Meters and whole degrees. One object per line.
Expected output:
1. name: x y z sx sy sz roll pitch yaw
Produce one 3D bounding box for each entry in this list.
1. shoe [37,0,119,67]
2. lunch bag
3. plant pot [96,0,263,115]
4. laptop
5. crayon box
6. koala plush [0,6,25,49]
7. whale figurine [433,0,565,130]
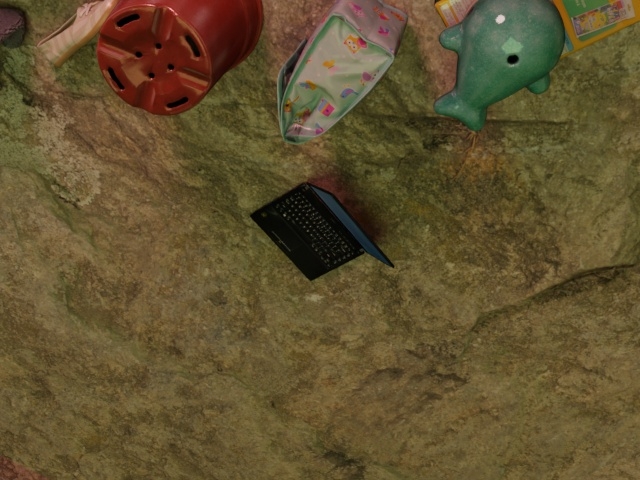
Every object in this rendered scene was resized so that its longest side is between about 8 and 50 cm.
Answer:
1. shoe: -0.478 -0.420 1.459 0.219 0.076 0.058 -29 122 29
2. lunch bag: 0.025 -0.315 1.361 0.160 0.223 0.262 34 126 -9
3. plant pot: -0.263 -0.374 1.339 0.272 0.265 0.272 5 127 6
4. laptop: 0.000 0.000 1.656 0.264 0.136 0.234 -28 117 27
5. crayon box: 0.392 -0.422 1.308 0.323 0.083 0.203 -23 120 25
6. koala plush: -0.736 -0.375 1.481 0.196 0.203 0.221 31 137 -13
7. whale figurine: 0.300 -0.299 1.274 0.216 0.141 0.272 25 127 -10
